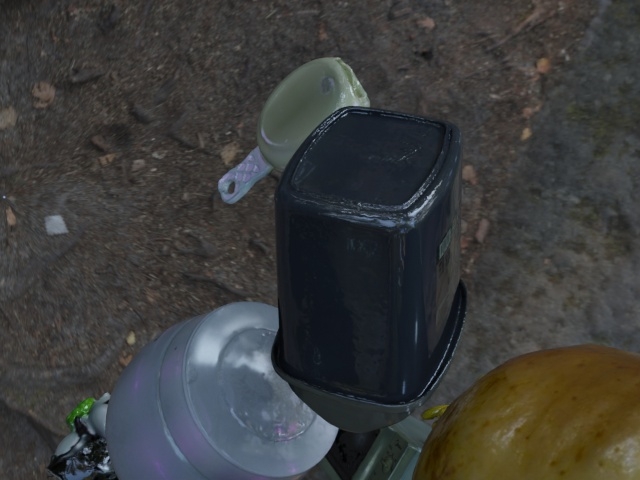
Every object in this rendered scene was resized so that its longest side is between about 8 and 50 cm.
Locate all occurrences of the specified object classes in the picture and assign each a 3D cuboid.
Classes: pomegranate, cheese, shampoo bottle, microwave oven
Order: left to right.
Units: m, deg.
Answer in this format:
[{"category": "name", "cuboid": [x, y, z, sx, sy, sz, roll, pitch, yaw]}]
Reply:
[{"category": "shampoo bottle", "cuboid": [-0.132, 0.231, 1.037, 0.273, 0.266, 0.272, 23, 47, -27]}, {"category": "cheese", "cuboid": [-0.042, -0.126, 0.969, 0.227, 0.137, 0.064, -39, 141, 18]}, {"category": "microwave oven", "cuboid": [0.167, 0.517, 1.726, 0.286, 0.355, 0.218, 32, 89, -21]}, {"category": "pomegranate", "cuboid": [0.249, 0.298, 0.710, 0.411, 0.410, 0.409, -1, 93, -22]}]

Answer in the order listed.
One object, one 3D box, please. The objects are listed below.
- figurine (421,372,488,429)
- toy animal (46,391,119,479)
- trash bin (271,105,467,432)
[{"category": "figurine", "cuboid": [0.324, 0.329, 1.531, 0.247, 0.131, 0.156, -6, 130, -33]}, {"category": "toy animal", "cuboid": [-0.468, 0.445, 1.723, 0.213, 0.213, 0.266, 39, 63, -19]}, {"category": "trash bin", "cuboid": [0.051, 0.034, 0.770, 0.209, 0.183, 0.290, -56, 152, -44]}]
